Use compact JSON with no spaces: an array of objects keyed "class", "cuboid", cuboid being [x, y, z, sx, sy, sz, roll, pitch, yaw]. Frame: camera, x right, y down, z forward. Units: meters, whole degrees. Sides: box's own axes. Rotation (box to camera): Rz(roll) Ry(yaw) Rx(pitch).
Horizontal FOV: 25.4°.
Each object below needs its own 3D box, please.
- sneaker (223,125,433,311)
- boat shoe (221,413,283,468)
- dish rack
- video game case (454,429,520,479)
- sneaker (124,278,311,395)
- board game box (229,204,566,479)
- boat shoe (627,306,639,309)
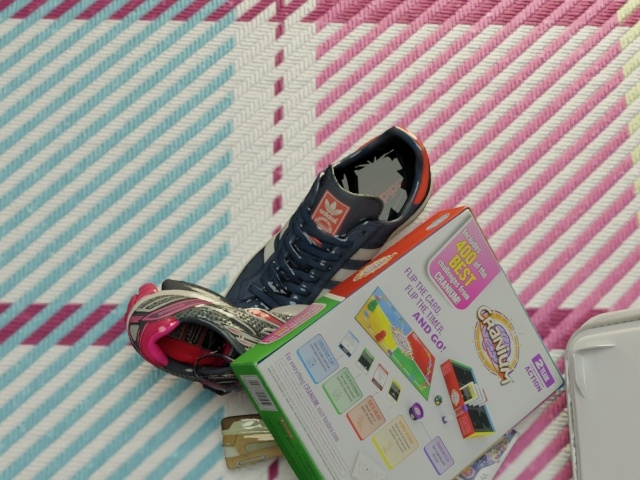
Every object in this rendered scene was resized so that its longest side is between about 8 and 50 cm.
[{"class":"sneaker","cuboid":[0.000,0.000,1.641,0.131,0.148,0.350,36,72,13]},{"class":"boat shoe","cuboid":[-0.015,0.228,1.596,0.190,0.068,0.072,-5,81,4]},{"class":"dish rack","cuboid":[0.375,0.221,1.483,0.285,0.072,0.333,-14,73,39]},{"class":"video game case","cuboid":[0.154,0.223,1.623,0.122,0.011,0.087,32,69,12]},{"class":"sneaker","cuboid":[-0.066,0.130,1.549,0.299,0.112,0.121,11,102,-14]},{"class":"board game box","cuboid":[0.092,0.145,1.539,0.316,0.064,0.242,-35,102,-26]},{"class":"boat shoe","cuboid":[0.405,0.192,1.596,0.096,0.098,0.277,-21,67,-9]}]
